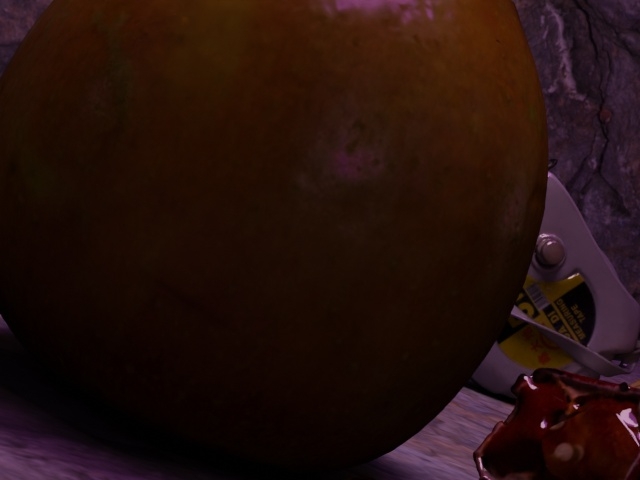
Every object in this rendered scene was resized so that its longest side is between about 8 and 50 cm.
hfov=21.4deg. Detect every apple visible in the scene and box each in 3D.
[{"bbox_3d":[-0.034,-0.046,1.073,0.374,0.374,0.384,19,5,-11],"label":"apple"}]

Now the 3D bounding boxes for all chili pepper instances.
[{"bbox_3d":[0.230,0.176,1.190,0.144,0.136,0.253,-29,-40,31],"label":"chili pepper"}]

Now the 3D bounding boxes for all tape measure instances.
[{"bbox_3d":[0.217,0.065,1.734,0.236,0.197,0.120,57,-5,-8],"label":"tape measure"}]

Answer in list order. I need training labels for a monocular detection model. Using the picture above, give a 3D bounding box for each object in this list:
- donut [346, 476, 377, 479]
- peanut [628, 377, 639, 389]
[{"bbox_3d":[0.059,0.160,0.791,0.140,0.059,0.140,20,4,-1],"label":"donut"},{"bbox_3d":[0.352,0.177,1.664,0.117,0.101,0.263,-5,-2,20],"label":"peanut"}]
